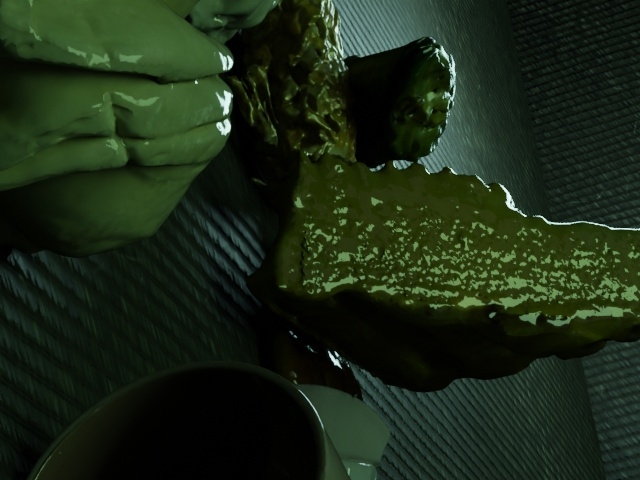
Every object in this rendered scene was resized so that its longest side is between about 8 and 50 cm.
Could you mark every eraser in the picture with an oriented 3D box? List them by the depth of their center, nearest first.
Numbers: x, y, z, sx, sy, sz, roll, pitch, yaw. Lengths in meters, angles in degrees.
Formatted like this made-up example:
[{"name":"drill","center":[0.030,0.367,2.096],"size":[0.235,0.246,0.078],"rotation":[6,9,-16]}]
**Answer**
[{"name":"eraser","center":[-0.018,0.193,1.362],"size":[0.243,0.059,0.204],"rotation":[51,41,-45]}]

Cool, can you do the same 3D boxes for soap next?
[{"name":"soap","center":[0.134,0.012,1.502],"size":[0.338,0.304,0.169],"rotation":[37,40,-60]}]

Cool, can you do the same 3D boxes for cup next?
[{"name":"cup","center":[-0.068,0.229,0.984],"size":[0.253,0.191,0.200],"rotation":[-57,139,-31]}]

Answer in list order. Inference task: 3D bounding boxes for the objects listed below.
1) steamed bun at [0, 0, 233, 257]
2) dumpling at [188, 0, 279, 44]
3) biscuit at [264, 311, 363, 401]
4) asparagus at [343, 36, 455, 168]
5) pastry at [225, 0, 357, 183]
[{"name":"steamed bun","center":[-0.150,-0.130,0.981],"size":[0.276,0.203,0.289],"rotation":[-46,119,-73]},{"name":"dumpling","center":[-0.085,-0.230,1.534],"size":[0.188,0.108,0.127],"rotation":[86,13,-84]},{"name":"biscuit","center":[0.002,0.143,1.547],"size":[0.212,0.036,0.212],"rotation":[-17,90,-75]},{"name":"asparagus","center":[0.073,-0.137,1.743],"size":[0.382,0.108,0.128],"rotation":[-172,-111,-78]},{"name":"pastry","center":[-0.024,-0.151,1.636],"size":[0.154,0.102,0.250],"rotation":[65,15,-48]}]
